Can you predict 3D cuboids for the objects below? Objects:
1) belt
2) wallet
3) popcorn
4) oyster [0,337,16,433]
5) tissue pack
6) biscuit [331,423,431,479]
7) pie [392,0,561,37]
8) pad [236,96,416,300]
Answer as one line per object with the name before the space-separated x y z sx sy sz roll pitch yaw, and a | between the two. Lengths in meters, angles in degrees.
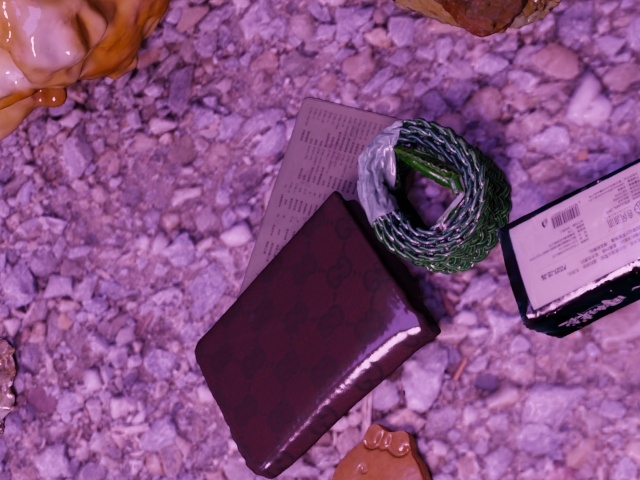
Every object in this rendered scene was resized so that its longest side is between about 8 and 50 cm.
belt | 0.094 -0.044 1.626 0.121 0.079 0.151 -48 56 12
wallet | -0.011 0.091 1.677 0.229 0.049 0.182 -45 55 18
popcorn | -0.335 -0.296 1.847 0.344 0.354 0.390 -1 78 55
oyster | -0.395 0.170 1.947 0.165 0.053 0.108 -20 76 23
tissue pack | 0.242 0.002 1.501 0.170 0.090 0.103 -28 62 29
biscuit | 0.034 0.259 1.623 0.184 0.027 0.133 -46 54 17
pie | 0.151 -0.401 1.633 0.395 0.180 0.418 33 86 34
pad | 0.000 0.000 1.730 0.159 0.009 0.265 16 87 39
